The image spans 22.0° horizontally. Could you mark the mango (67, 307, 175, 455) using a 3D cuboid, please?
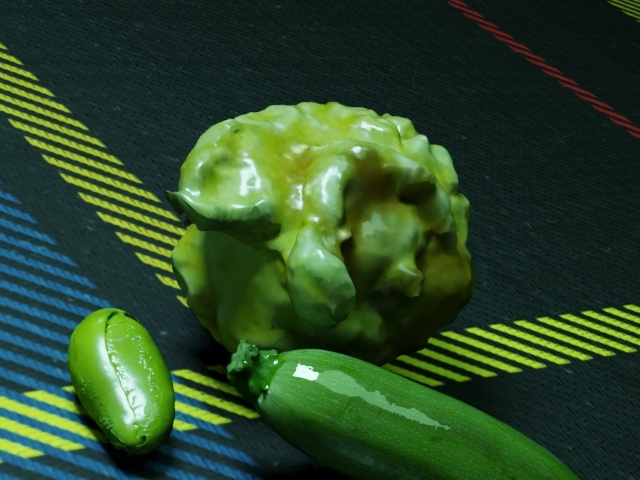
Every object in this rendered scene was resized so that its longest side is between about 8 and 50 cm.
[{"bbox_3d":[-0.182,0.132,1.486,0.091,0.074,0.165,11,39,-29],"label":"mango"}]

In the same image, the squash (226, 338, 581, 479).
[{"bbox_3d":[0.098,0.190,1.483,0.395,0.107,0.107,27,25,-9],"label":"squash"}]

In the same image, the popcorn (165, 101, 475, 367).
[{"bbox_3d":[-0.007,0.003,1.623,0.335,0.279,0.274,-21,56,-31],"label":"popcorn"}]

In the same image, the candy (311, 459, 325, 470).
[{"bbox_3d":[0.045,0.193,1.563,0.182,0.046,0.053,5,27,-39],"label":"candy"}]
